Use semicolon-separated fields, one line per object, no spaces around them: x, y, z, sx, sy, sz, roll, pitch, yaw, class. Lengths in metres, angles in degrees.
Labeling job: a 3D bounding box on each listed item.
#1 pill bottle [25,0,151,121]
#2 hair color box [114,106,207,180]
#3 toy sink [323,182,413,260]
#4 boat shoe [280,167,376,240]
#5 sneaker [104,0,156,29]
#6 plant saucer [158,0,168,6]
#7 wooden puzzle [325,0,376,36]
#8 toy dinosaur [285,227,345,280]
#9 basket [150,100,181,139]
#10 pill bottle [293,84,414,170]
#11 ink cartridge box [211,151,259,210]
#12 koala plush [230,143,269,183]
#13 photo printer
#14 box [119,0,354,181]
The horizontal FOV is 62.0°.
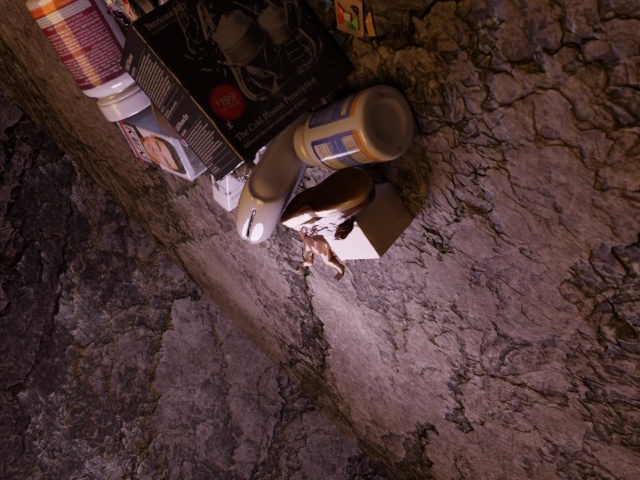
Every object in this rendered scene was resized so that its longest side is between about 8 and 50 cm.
-0.677;-0.583;1.626;0.224;0.224;0.392;15;140;44;pill bottle
-0.568;-0.359;1.910;0.374;0.113;0.185;22;145;36;hair color box
0.097;-0.041;1.385;0.234;0.153;0.131;-6;125;56;toy sink
0.033;-0.065;1.213;0.123;0.123;0.342;38;153;-20;boat shoe
-0.513;-0.620;1.433;0.299;0.112;0.121;60;164;-17;sneaker
-0.307;-0.539;1.374;0.277;0.041;0.278;34;152;21;plant saucer
0.056;-0.437;1.036;0.116;0.014;0.079;27;148;32;wooden puzzle
0.000;0.000;1.620;0.295;0.127;0.200;14;133;37;toy dinosaur
-0.360;-0.383;1.553;0.226;0.154;0.204;15;138;39;basket
0.059;-0.234;1.165;0.272;0.152;0.152;0;129;55;pill bottle
-0.266;-0.203;1.675;0.082;0.139;0.191;38;152;17;ink cartridge box
-0.207;-0.299;1.371;0.203;0.196;0.221;26;145;-11;koala plush
-0.116;-0.148;1.354;0.107;0.308;0.256;26;152;-2;photo printer
-0.167;-0.356;1.098;0.312;0.343;0.179;50;154;-11;box
